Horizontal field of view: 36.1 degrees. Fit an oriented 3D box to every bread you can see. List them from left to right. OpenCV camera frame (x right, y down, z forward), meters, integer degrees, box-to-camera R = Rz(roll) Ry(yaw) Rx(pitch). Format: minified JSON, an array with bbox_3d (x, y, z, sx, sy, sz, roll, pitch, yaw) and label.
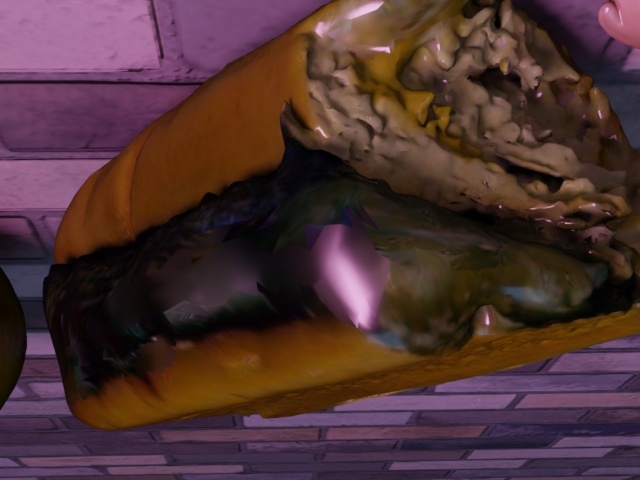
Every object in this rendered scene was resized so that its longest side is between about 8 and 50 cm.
[{"bbox_3d":[0.000,0.000,0.577,0.251,0.208,0.376,7,157,-37],"label":"bread"}]

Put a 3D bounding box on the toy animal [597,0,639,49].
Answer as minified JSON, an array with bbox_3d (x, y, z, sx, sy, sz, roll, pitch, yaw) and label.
[{"bbox_3d":[0.209,-0.105,0.504,0.114,0.082,0.091,16,150,-34],"label":"toy animal"}]

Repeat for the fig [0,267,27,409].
[{"bbox_3d":[-0.360,0.043,0.733,0.206,0.206,0.275,-22,124,39],"label":"fig"}]
